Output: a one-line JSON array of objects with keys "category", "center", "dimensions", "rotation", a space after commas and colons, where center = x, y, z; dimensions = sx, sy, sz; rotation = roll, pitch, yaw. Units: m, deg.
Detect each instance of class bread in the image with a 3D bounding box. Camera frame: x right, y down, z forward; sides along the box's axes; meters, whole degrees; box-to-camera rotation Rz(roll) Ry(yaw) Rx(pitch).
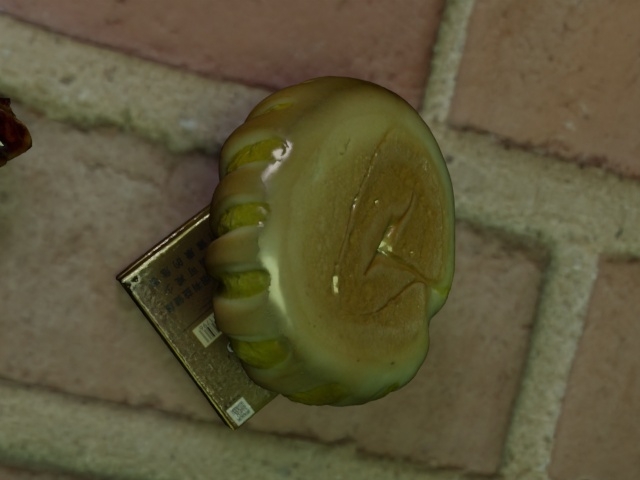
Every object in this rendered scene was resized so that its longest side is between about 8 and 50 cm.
[{"category": "bread", "center": [0.000, 0.000, 1.245], "dimensions": [0.213, 0.105, 0.213], "rotation": [-2, 92, -48]}]

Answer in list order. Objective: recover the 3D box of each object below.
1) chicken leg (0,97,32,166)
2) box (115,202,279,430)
[{"category": "chicken leg", "center": [-0.369, -0.073, 1.125], "dimensions": [0.407, 0.096, 0.158], "rotation": [14, 73, -24]}, {"category": "box", "center": [-0.063, 0.049, 1.291], "dimensions": [0.090, 0.023, 0.133], "rotation": [-39, 109, -10]}]
